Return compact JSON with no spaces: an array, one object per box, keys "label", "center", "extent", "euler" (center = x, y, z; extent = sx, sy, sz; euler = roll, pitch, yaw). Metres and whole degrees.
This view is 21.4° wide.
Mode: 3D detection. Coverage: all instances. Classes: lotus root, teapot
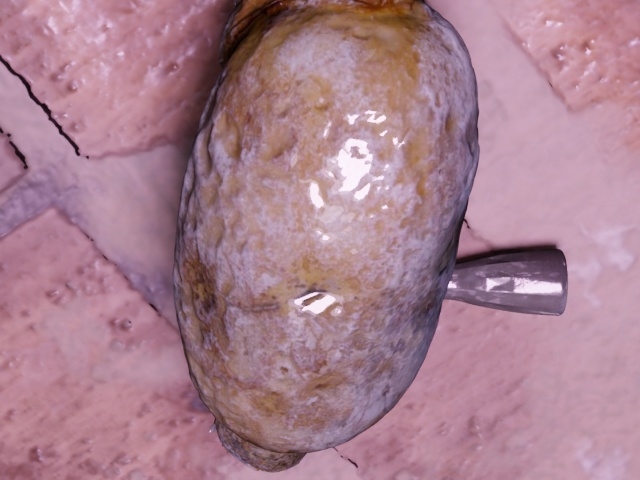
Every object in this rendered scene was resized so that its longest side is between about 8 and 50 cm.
[{"label":"lotus root","center":[0.002,0.001,0.975],"extent":[0.175,0.175,0.349],"euler":[5,119,-7]},{"label":"teapot","center":[0.098,0.027,1.067],"extent":[0.111,0.043,0.043],"euler":[-1,117,-2]}]
